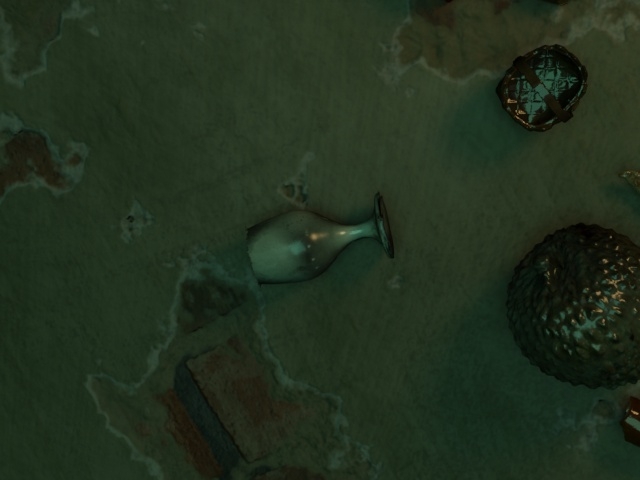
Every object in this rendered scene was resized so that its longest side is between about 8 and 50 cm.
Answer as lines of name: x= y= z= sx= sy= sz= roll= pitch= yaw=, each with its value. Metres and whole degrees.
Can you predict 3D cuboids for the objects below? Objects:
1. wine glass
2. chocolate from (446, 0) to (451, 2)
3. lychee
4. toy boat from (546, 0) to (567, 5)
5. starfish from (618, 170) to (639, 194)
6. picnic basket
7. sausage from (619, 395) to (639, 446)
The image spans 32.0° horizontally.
wine glass: x=0.000 y=0.000 z=1.890 sx=0.241 sy=0.126 sz=0.126 roll=-12 pitch=96 yaw=9
chocolate: x=0.217 y=-0.546 z=1.782 sx=0.237 sy=0.108 sz=0.235 roll=-40 pitch=92 yaw=11
lychee: x=0.429 y=0.108 z=1.784 sx=0.274 sy=0.255 sz=0.255 roll=34 pitch=104 yaw=-29
toy boat: x=0.435 y=-0.451 z=1.784 sx=0.206 sy=0.064 sz=0.072 roll=-31 pitch=74 yaw=11
starfish: x=0.639 y=-0.051 z=1.812 sx=0.231 sy=0.048 sz=0.295 roll=-44 pitch=90 yaw=13
picnic basket: x=0.353 y=-0.242 z=1.764 sx=0.138 sy=0.178 sz=0.128 roll=-44 pitch=90 yaw=13
sausage: x=0.647 y=0.323 z=1.850 sx=0.302 sy=0.076 sz=0.103 roll=5 pitch=100 yaw=9
